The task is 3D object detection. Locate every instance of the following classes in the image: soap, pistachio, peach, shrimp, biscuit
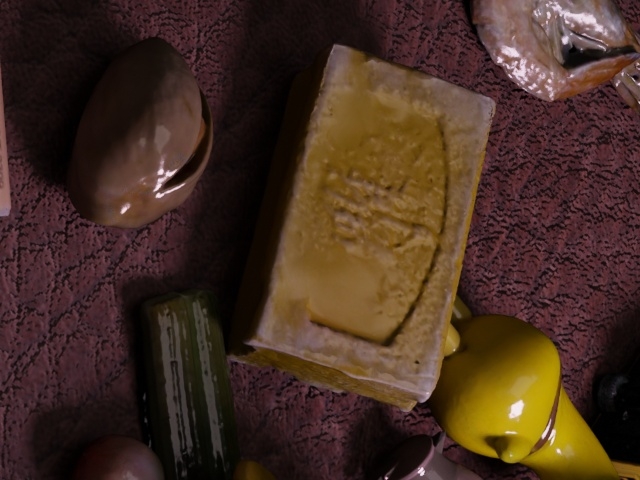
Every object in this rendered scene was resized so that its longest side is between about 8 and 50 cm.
[{"bbox_3d":[0.043,-0.014,1.813,0.199,0.091,0.315,20,72,-13],"label":"soap"},{"bbox_3d":[-0.157,-0.093,1.674,0.124,0.124,0.185,38,45,-34],"label":"pistachio"},{"bbox_3d":[-0.174,0.206,1.641,0.083,0.083,0.083,6,81,-43],"label":"peach"},{"bbox_3d":[0.277,-0.213,2.123,0.317,0.077,0.168,39,70,-28],"label":"shrimp"},{"bbox_3d":[-0.108,0.205,1.730,0.099,0.038,0.322,-7,90,-46],"label":"biscuit"}]

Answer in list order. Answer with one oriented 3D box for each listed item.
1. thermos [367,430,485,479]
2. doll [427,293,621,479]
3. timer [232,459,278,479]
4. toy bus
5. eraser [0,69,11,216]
[{"bbox_3d":[0.122,0.287,1.902,0.137,0.105,0.193,-41,112,-4],"label":"thermos"},{"bbox_3d":[0.211,0.177,1.941,0.363,0.145,0.199,50,29,-11],"label":"doll"},{"bbox_3d":[0.053,0.391,1.647,0.387,0.376,0.376,46,56,-41],"label":"timer"},{"bbox_3d":[0.417,0.160,2.173,0.335,0.121,0.123,-50,127,-35],"label":"toy bus"},{"bbox_3d":[-0.327,-0.159,1.537,0.171,0.087,0.290,-3,88,-46],"label":"eraser"}]
